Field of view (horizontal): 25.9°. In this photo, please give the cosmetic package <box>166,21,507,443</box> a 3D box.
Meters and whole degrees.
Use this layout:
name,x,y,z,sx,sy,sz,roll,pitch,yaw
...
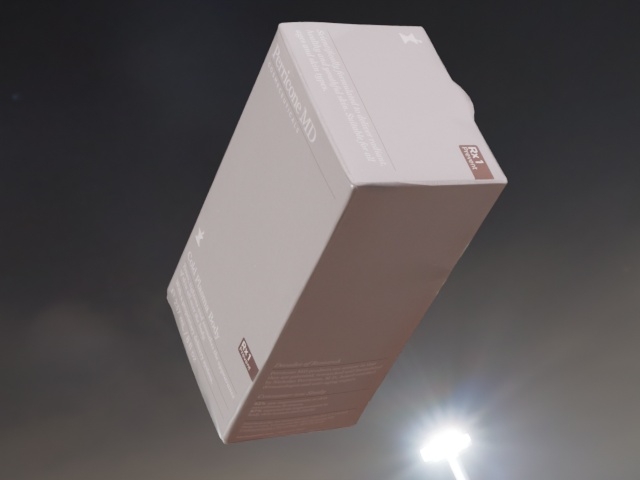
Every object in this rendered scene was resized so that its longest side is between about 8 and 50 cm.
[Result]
name,x,y,z,sx,sy,sz,roll,pitch,yaw
cosmetic package,0.000,0.000,0.810,0.107,0.127,0.238,-5,-40,-26
